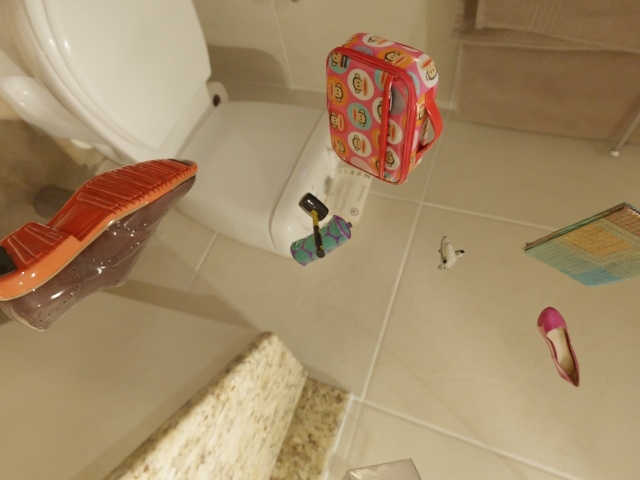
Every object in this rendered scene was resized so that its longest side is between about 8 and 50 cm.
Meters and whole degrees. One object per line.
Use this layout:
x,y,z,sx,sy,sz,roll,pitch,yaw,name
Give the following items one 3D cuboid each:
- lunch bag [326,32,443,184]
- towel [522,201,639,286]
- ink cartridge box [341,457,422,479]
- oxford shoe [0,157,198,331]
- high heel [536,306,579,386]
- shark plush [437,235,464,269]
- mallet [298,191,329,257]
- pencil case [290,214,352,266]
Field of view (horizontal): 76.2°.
0.140,-0.268,0.880,0.120,0.258,0.293,-44,150,-25,lunch bag
0.805,0.029,1.152,0.040,0.271,0.370,-62,-178,-21,towel
0.108,0.564,0.860,0.093,0.160,0.220,-115,-145,-48,ink cartridge box
-0.250,-0.011,0.491,0.271,0.096,0.099,-46,143,-36,oxford shoe
0.708,0.312,1.200,0.117,0.082,0.244,-93,164,-64,high heel
0.382,0.046,1.233,0.073,0.067,0.161,-34,154,1,shark plush
-0.002,-0.023,0.788,0.062,0.039,0.190,35,24,-33,mallet
0.000,0.000,0.944,0.064,0.151,0.070,8,55,-55,pencil case
